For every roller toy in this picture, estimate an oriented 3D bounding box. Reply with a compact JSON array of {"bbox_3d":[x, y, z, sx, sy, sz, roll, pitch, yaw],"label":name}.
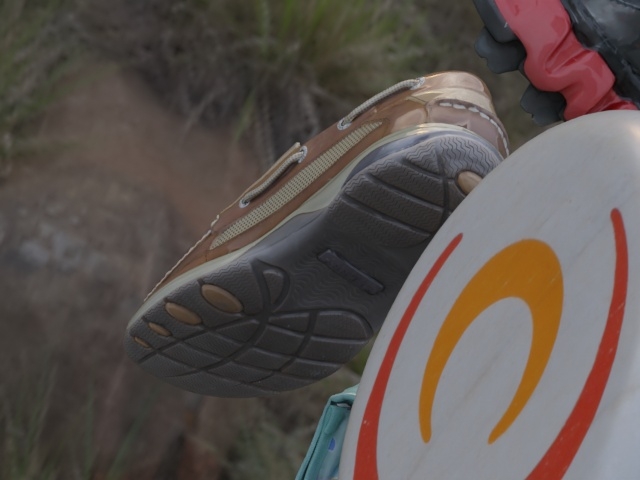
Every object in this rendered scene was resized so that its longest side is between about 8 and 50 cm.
[{"bbox_3d":[0.111,0.066,0.610,0.146,0.191,0.209,25,77,-22],"label":"roller toy"}]

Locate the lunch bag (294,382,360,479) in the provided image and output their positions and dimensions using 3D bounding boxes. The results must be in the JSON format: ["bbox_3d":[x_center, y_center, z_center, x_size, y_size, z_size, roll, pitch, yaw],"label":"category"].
[{"bbox_3d":[0.089,0.212,1.340,0.223,0.160,0.262,-11,89,-56],"label":"lunch bag"}]

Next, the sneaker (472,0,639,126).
[{"bbox_3d":[0.194,-0.054,0.842,0.276,0.135,0.098,46,23,-18],"label":"sneaker"}]

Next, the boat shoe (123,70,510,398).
[{"bbox_3d":[0.000,0.000,1.211,0.123,0.324,0.116,40,39,-26],"label":"boat shoe"}]
